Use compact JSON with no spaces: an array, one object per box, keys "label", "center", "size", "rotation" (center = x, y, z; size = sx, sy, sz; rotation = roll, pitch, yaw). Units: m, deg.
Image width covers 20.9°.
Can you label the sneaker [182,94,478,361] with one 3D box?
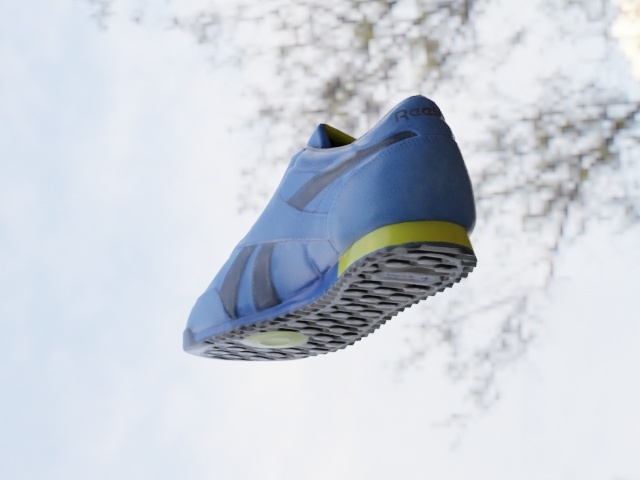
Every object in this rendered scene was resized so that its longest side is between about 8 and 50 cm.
[{"label":"sneaker","center":[0.000,0.000,0.798],"size":[0.069,0.209,0.082],"rotation":[6,-113,-31]}]
